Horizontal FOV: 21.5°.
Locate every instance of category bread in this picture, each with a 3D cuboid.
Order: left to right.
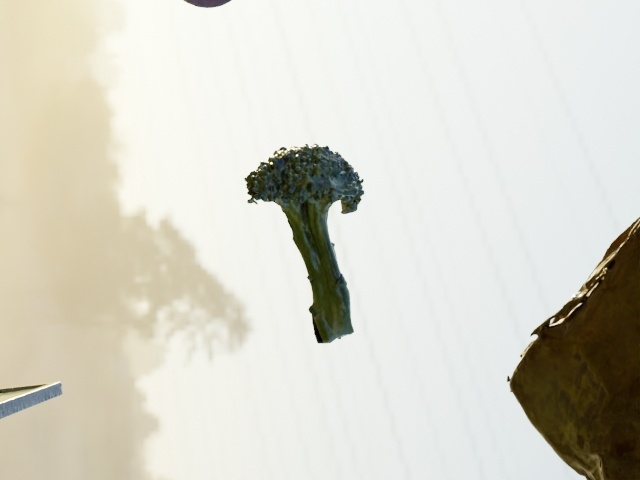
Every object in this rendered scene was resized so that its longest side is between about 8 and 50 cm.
[{"bbox_3d":[0.283,0.128,1.323,0.277,0.167,0.324,-59,-134,39],"label":"bread"}]

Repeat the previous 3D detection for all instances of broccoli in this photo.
[{"bbox_3d":[-0.002,0.001,1.689,0.122,0.118,0.204,47,29,-86],"label":"broccoli"}]

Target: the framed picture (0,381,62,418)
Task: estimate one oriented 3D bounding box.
[{"bbox_3d":[-0.356,0.164,1.658,0.203,0.150,0.015,-14,97,-78],"label":"framed picture"}]

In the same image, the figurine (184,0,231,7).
[{"bbox_3d":[-0.090,-0.281,1.213,0.173,0.173,0.173,177,-90,-79],"label":"figurine"}]
